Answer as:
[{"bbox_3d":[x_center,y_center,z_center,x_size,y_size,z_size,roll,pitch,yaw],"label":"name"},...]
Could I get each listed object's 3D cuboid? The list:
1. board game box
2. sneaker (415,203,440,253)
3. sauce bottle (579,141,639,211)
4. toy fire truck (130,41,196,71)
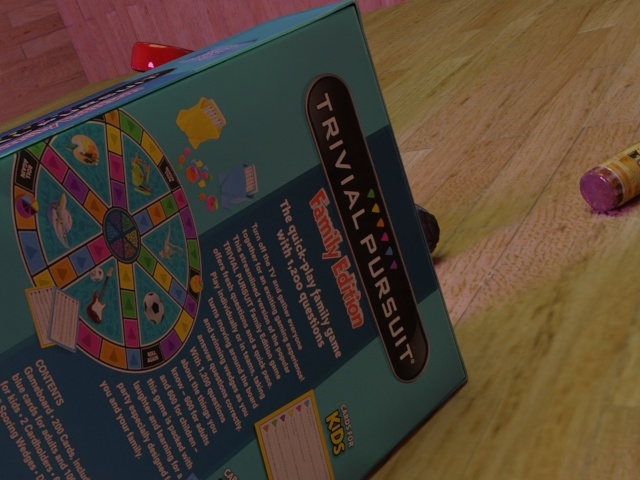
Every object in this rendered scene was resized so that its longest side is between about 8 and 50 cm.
[{"bbox_3d":[-0.080,0.054,0.402,0.336,0.253,0.079,-34,25,-35],"label":"board game box"},{"bbox_3d":[0.000,0.000,0.721,0.221,0.083,0.087,-8,15,18],"label":"sneaker"},{"bbox_3d":[0.285,-0.068,0.692,0.128,0.042,0.042,-30,23,-22],"label":"sauce bottle"},{"bbox_3d":[-0.133,-0.175,1.131,0.303,0.169,0.254,9,7,11],"label":"toy fire truck"}]
